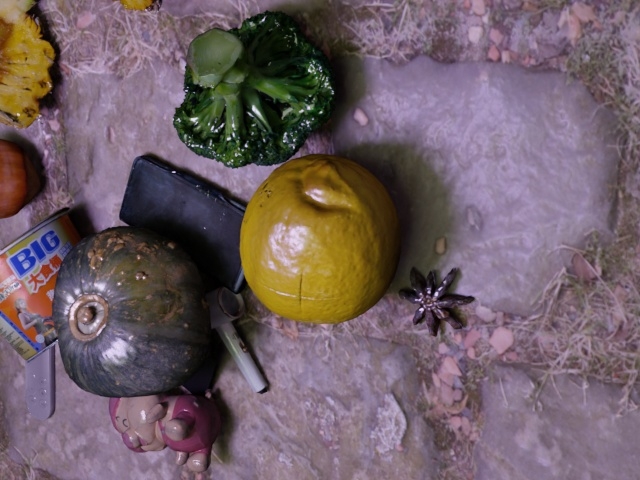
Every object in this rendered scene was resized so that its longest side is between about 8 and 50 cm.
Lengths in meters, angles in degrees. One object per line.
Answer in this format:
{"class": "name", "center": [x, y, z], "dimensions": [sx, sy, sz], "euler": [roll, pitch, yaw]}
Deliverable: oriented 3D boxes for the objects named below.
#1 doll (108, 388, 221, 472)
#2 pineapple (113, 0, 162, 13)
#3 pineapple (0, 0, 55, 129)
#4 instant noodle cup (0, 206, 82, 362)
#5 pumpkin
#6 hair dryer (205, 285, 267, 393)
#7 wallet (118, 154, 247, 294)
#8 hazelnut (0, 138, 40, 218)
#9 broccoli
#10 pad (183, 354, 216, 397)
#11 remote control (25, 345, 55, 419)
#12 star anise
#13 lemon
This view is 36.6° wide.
{"class": "doll", "center": [-0.335, 0.378, 2.022], "dimensions": [0.256, 0.152, 0.196], "euler": [13, 109, 33]}
{"class": "pineapple", "center": [-0.357, -0.539, 1.784], "dimensions": [0.334, 0.158, 0.161], "euler": [40, 158, 17]}
{"class": "pineapple", "center": [-0.690, -0.413, 1.980], "dimensions": [0.344, 0.286, 0.209], "euler": [36, 159, -28]}
{"class": "instant noodle cup", "center": [-0.577, 0.100, 2.008], "dimensions": [0.296, 0.296, 0.214], "euler": [-33, 96, 32]}
{"class": "pumpkin", "center": [-0.351, 0.132, 1.831], "dimensions": [0.292, 0.257, 0.327], "euler": [-6, 79, 24]}
{"class": "hair dryer", "center": [-0.179, 0.212, 1.953], "dimensions": [0.131, 0.073, 0.236], "euler": [-26, 101, 33]}
{"class": "wallet", "center": [-0.258, -0.041, 1.915], "dimensions": [0.318, 0.045, 0.172], "euler": [29, 115, 21]}
{"class": "hazelnut", "center": [-0.690, -0.125, 2.055], "dimensions": [0.182, 0.182, 0.182], "euler": [9, 109, 26]}
{"class": "broccoli", "center": [-0.117, -0.265, 1.641], "dimensions": [0.298, 0.297, 0.297], "euler": [-2, 76, 8]}
{"class": "pad", "center": [-0.322, 0.222, 2.023], "dimensions": [0.245, 0.006, 0.170], "euler": [37, 140, 14]}
{"class": "remote control", "center": [-0.652, 0.305, 2.247], "dimensions": [0.077, 0.022, 0.245], "euler": [14, 112, 22]}
{"class": "star anise", "center": [0.201, 0.111, 1.722], "dimensions": [0.141, 0.042, 0.141], "euler": [10, 111, 26]}
{"class": "lemon", "center": [0.000, -0.001, 1.656], "dimensions": [0.297, 0.297, 0.297], "euler": [9, 109, 26]}
